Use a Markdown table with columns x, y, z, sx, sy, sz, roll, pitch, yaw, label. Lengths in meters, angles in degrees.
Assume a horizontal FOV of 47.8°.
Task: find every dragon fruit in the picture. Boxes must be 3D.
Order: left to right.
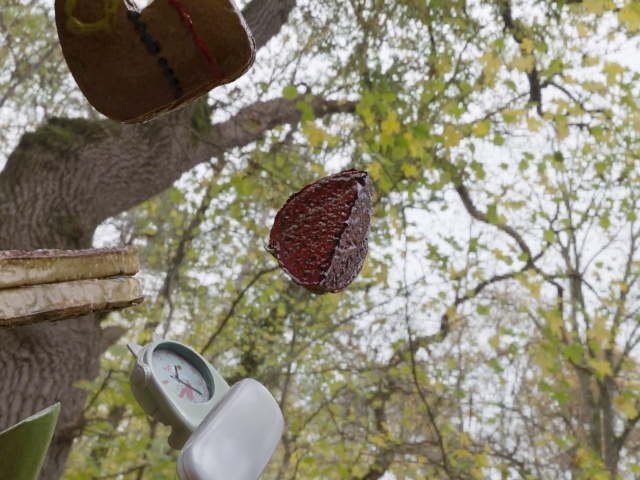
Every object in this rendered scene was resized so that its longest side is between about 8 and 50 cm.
| x | y | z | sx | sy | sz | roll | pitch | yaw | label |
| --- | --- | --- | --- | --- | --- | --- | --- | --- | --- |
| 0.000 | 0.000 | 1.645 | 0.205 | 0.317 | 0.152 | 7 | -30 | 33 | dragon fruit |

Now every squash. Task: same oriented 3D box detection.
| x | y | z | sx | sy | sz | roll | pitch | yaw | label |
| --- | --- | --- | --- | --- | --- | --- | --- | --- | --- |
| -0.564 | 0.348 | 1.245 | 0.189 | 0.189 | 0.260 | 18 | -67 | -10 | squash |

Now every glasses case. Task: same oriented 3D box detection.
| x | y | z | sx | sy | sz | roll | pitch | yaw | label |
| --- | --- | --- | --- | --- | --- | --- | --- | --- | --- |
| -0.102 | 0.240 | 0.865 | 0.059 | 0.233 | 0.092 | -34 | -85 | 17 | glasses case |

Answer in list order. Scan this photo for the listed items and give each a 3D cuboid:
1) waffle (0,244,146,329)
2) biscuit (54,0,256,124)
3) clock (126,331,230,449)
| x | y | z | sx | sy | sz | roll | pitch | yaw | label |
| --- | --- | --- | --- | --- | --- | --- | --- | --- | --- |
| -0.396 | 0.069 | 0.919 | 0.213 | 0.091 | 0.308 | -12 | -5 | 20 | waffle |
| -0.255 | -0.320 | 1.081 | 0.277 | 0.262 | 0.052 | -22 | -8 | 4 | biscuit |
| -0.399 | 0.395 | 1.984 | 0.324 | 0.265 | 0.108 | 48 | -68 | 11 | clock |
